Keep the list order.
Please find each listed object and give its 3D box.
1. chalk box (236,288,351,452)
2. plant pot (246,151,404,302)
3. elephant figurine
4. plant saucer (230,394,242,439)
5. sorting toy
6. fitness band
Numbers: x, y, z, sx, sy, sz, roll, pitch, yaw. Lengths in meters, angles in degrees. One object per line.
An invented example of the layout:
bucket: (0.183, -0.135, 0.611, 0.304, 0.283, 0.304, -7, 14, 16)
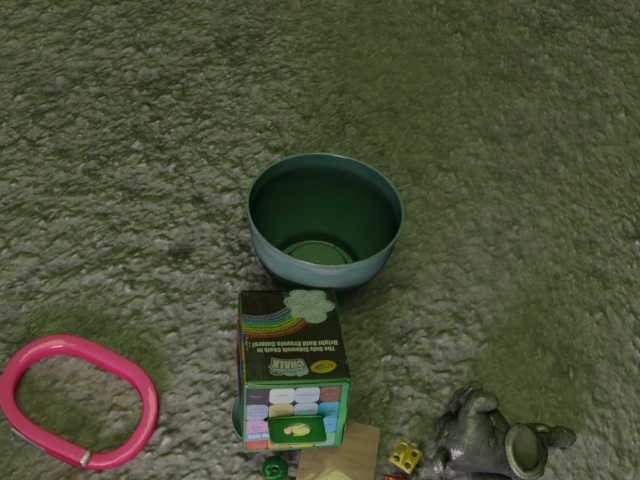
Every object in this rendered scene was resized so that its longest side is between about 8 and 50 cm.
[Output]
chalk box: (-0.050, 0.245, 1.528, 0.180, 0.179, 0.289, 0, 41, -7)
plant pot: (0.000, 0.000, 1.699, 0.292, 0.196, 0.293, 4, 48, -5)
elephant figurine: (0.330, 0.368, 1.562, 0.239, 0.169, 0.186, 35, 91, -3)
plant saucer: (-0.103, 0.321, 1.615, 0.119, 0.021, 0.119, 2, 59, -3)
sorting toy: (0.040, 0.390, 1.573, 0.274, 0.046, 0.132, 10, 59, 1)
fitness band: (-0.432, 0.284, 1.589, 0.290, 0.054, 0.209, 25, 60, 8)
